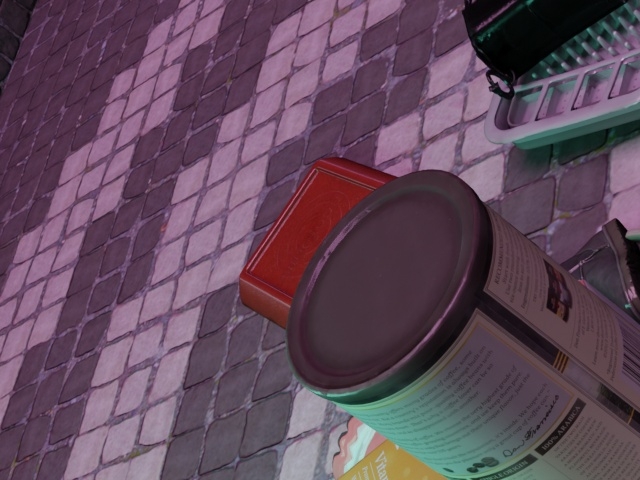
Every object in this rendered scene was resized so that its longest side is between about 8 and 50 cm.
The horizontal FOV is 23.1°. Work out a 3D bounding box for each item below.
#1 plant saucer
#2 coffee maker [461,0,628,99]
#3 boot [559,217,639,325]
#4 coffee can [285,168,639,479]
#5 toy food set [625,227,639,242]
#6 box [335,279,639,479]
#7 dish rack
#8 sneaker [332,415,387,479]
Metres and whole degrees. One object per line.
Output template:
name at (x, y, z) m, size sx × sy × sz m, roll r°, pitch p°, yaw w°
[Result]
plant saucer at (0.000, 0.000, 2.149) m, size 0.258 × 0.047 × 0.259 m, roll -56°, pitch 30°, yaw -5°
coffee maker at (0.273, -0.276, 1.870) m, size 0.178 × 0.120 × 0.171 m, roll -35°, pitch 56°, yaw 30°
boot at (0.257, 0.084, 1.669) m, size 0.208 × 0.076 × 0.190 m, roll -35°, pitch 19°, yaw 16°
coffee can at (0.137, 0.100, 1.280) m, size 0.201 × 0.275 × 0.202 m, roll -34°, pitch 36°, yaw 29°
toy food set at (0.444, -0.135, 1.620) m, size 0.219 × 0.092 × 0.306 m, roll -8°, pitch 51°, yaw 51°
box at (0.198, 0.244, 1.485) m, size 0.345 × 0.168 × 0.215 m, roll -42°, pitch 32°, yaw 18°
dish rack at (0.353, -0.254, 1.896) m, size 0.285 × 0.072 × 0.333 m, roll -15°, pitch 47°, yaw 48°
sneaker at (0.122, 0.160, 1.640) m, size 0.136 × 0.116 × 0.314 m, roll 35°, pitch 120°, yaw 38°
